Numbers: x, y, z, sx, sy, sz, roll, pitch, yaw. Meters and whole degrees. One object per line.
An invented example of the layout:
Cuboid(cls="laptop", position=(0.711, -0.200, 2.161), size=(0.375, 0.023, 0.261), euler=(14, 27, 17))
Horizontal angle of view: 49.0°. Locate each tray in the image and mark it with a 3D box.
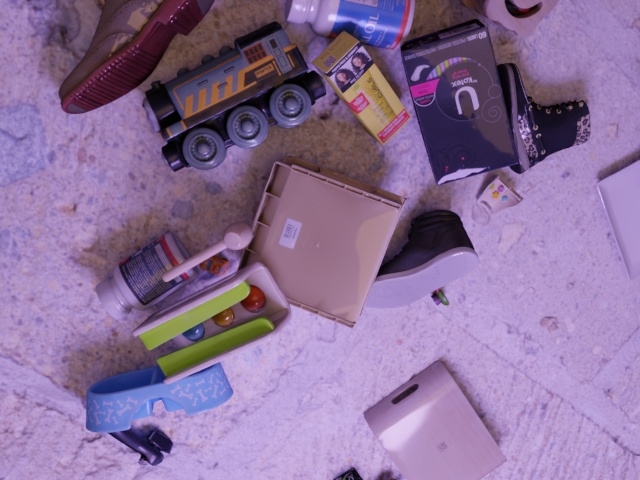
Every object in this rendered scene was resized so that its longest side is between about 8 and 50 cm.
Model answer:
Cuboid(cls="tray", position=(0.723, -0.050, 1.601), size=(0.145, 0.030, 0.270), euler=(-28, 110, -4))

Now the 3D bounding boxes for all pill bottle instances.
Cuboid(cls="pill bottle", position=(-0.339, 0.073, 1.367), size=(0.180, 0.108, 0.108), euler=(-32, 110, -2))
Cuboid(cls="pill bottle", position=(0.051, -0.430, 1.292), size=(0.222, 0.124, 0.124), euler=(6, 105, -13))

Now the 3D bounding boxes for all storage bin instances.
Cuboid(cls="storage bin", position=(0.000, 0.000, 1.378), size=(0.261, 0.123, 0.262), euler=(21, 102, 4))

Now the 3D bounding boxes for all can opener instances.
Cuboid(cls="can opener", position=(-0.395, 0.420, 1.479), size=(0.186, 0.059, 0.073), euler=(43, 51, -35))

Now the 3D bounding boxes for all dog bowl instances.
Cuboid(cls="dog bowl", position=(-0.330, 0.305, 1.417), size=(0.297, 0.166, 0.074), euler=(-11, 98, -8))

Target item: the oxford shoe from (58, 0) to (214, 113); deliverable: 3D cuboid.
Cuboid(cls="oxford shoe", position=(-0.347, -0.369, 1.249), size=(0.348, 0.123, 0.130), euler=(-41, 84, 3))

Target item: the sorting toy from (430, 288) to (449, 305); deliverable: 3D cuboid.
Cuboid(cls="sorting toy", position=(0.240, 0.112, 1.530), size=(0.042, 0.061, 0.102), euler=(-35, 129, 1))

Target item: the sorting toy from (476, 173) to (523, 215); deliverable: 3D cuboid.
Cuboid(cls="sorting toy", position=(0.377, -0.094, 1.509), size=(0.083, 0.045, 0.075), euler=(39, 103, -20))

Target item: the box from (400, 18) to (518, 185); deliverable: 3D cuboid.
Cuboid(cls="box", position=(0.265, -0.267, 1.357), size=(0.165, 0.143, 0.270), euler=(-16, 111, 12))

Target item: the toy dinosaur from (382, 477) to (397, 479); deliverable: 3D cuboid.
Cuboid(cls="toy dinosaur", position=(0.147, 0.724, 1.675), size=(0.219, 0.164, 0.321), euler=(22, 120, -3))

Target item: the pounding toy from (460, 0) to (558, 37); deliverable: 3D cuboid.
Cuboid(cls="pounding toy", position=(0.323, -0.504, 1.318), size=(0.270, 0.155, 0.154), euler=(7, 120, -46))

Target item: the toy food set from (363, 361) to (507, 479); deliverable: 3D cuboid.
Cuboid(cls="toy food set", position=(0.270, 0.461, 1.638), size=(0.220, 0.092, 0.306), euler=(-35, 102, 1))

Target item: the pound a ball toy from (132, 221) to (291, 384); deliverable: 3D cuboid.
Cuboid(cls="pound a ball toy", position=(-0.201, 0.107, 1.305), size=(0.319, 0.136, 0.208), euler=(-27, 98, 25))

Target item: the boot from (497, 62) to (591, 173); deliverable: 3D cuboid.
Cuboid(cls="boot", position=(0.456, -0.273, 1.450), size=(0.179, 0.085, 0.236), euler=(-21, 115, -8))

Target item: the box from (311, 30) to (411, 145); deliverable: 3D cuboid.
Cuboid(cls="box", position=(0.082, -0.282, 1.327), size=(0.087, 0.058, 0.232), euler=(-44, 138, 2))

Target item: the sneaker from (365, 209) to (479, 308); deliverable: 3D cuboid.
Cuboid(cls="sneaker", position=(0.191, 0.038, 1.484), size=(0.296, 0.146, 0.104), euler=(-27, 133, 29))

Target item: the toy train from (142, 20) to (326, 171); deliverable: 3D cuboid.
Cuboid(cls="toy train", position=(-0.161, -0.260, 1.299), size=(0.334, 0.142, 0.190), euler=(-27, 98, -1))

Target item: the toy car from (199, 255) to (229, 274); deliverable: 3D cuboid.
Cuboid(cls="toy car", position=(-0.190, 0.023, 1.420), size=(0.060, 0.040, 0.122), euler=(38, 96, -20))

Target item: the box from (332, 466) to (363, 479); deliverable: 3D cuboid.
Cuboid(cls="box", position=(0.074, 0.580, 1.622), size=(0.062, 0.083, 0.052), euler=(-32, 110, -1))
